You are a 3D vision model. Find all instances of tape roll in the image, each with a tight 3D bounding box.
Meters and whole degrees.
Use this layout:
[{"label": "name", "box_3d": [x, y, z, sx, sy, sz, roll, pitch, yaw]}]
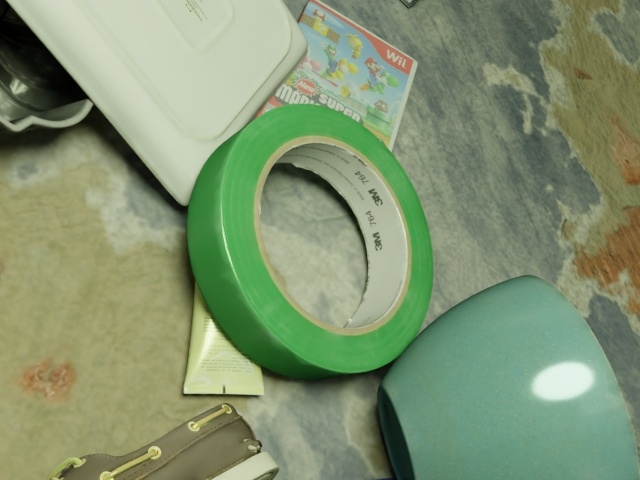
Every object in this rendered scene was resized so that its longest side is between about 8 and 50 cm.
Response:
[{"label": "tape roll", "box_3d": [0.000, 0.000, 0.811, 0.321, 0.077, 0.322, 16, 64, -36]}]

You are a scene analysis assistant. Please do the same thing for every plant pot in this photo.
[{"label": "plant pot", "box_3d": [0.175, 0.202, 0.752, 0.195, 0.290, 0.290, -13, 72, -8]}]

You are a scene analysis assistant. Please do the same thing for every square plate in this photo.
[{"label": "square plate", "box_3d": [-0.166, -0.280, 0.803, 0.347, 0.049, 0.344, 54, 50, -29]}]

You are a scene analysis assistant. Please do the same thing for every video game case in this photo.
[{"label": "video game case", "box_3d": [0.029, -0.216, 1.008, 0.204, 0.025, 0.285, 28, 57, -14]}]

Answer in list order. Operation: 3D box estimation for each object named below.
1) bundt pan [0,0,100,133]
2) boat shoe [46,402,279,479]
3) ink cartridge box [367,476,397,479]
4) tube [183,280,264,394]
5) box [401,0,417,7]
[{"label": "bundt pan", "box_3d": [-0.369, -0.253, 0.706, 0.330, 0.124, 0.331, 26, 57, -48]}, {"label": "boat shoe", "box_3d": [-0.188, 0.239, 0.610, 0.324, 0.117, 0.097, -14, 56, -41]}, {"label": "ink cartridge box", "box_3d": [0.111, 0.375, 0.752, 0.223, 0.045, 0.224, 2, 65, -27]}, {"label": "tube", "box_3d": [-0.112, 0.057, 0.786, 0.070, 0.062, 0.240, -9, 69, 13]}, {"label": "box", "box_3d": [0.122, -0.567, 1.204, 0.270, 0.060, 0.216, 43, 55, -4]}]
